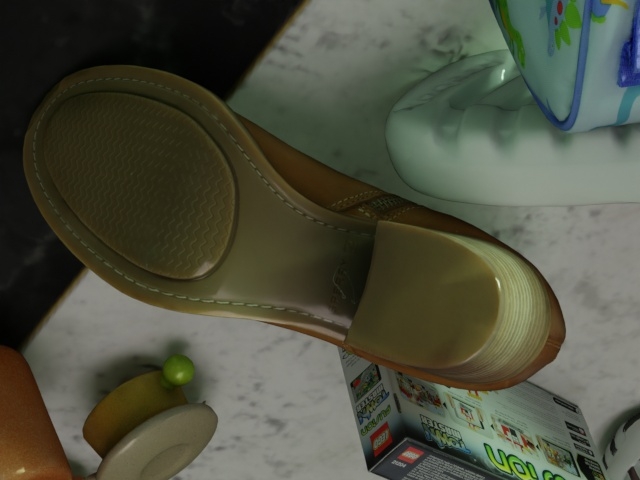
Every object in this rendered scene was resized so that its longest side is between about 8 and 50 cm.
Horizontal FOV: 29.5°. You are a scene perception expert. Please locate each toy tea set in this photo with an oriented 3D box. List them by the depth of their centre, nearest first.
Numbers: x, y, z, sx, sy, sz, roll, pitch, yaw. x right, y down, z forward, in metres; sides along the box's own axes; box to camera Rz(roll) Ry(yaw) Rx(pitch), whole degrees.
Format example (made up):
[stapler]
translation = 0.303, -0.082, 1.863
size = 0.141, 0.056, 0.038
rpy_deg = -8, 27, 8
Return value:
[toy tea set]
translation = -0.226, 0.175, 0.787
size = 0.200, 0.124, 0.336
rpy_deg = 1, 134, -53

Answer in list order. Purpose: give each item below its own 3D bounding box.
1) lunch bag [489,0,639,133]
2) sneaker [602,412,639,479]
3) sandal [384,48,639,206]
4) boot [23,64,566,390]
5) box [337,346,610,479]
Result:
[lunch bag]
translation = 0.120, -0.163, 0.496
size = 0.090, 0.176, 0.219
rpy_deg = -9, 131, -4
[sneaker]
translation = 0.355, 0.204, 0.876
size = 0.281, 0.162, 0.106
rpy_deg = -2, 131, -10
[sandal]
translation = 0.230, -0.029, 0.563
size = 0.416, 0.169, 0.102
rpy_deg = 10, 125, 33
[boot]
translation = 0.000, 0.000, 0.658
size = 0.220, 0.283, 0.109
rpy_deg = 20, 88, -70
[box]
translation = 0.107, 0.127, 0.789
size = 0.207, 0.114, 0.036
rpy_deg = 28, 120, -30
